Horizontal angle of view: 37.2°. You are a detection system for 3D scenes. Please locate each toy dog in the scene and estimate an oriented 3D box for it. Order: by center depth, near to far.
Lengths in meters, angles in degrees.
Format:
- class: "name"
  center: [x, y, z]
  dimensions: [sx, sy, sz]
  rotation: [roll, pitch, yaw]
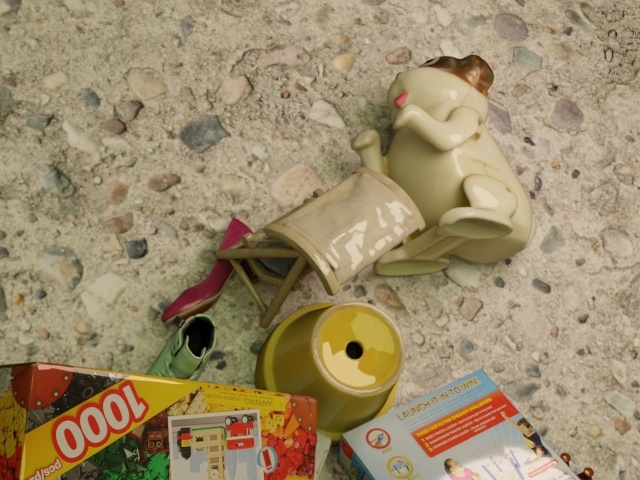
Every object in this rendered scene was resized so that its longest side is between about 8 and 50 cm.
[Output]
- class: "toy dog"
  center: [0.261, -0.171, 1.849]
  dimensions: [0.396, 0.284, 0.407]
  rotation: [-1, 69, -26]

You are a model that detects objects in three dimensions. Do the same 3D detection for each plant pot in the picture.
- class: "plant pot"
  center: [0.030, 0.215, 1.647]
  dimensions: [0.254, 0.239, 0.253]
  rotation: [5, 68, -13]

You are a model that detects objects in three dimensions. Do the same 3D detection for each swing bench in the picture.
- class: "swing bench"
  center: [0.000, 0.000, 1.675]
  dimensions: [0.253, 0.255, 0.165]
  rotation: [-34, 92, -39]

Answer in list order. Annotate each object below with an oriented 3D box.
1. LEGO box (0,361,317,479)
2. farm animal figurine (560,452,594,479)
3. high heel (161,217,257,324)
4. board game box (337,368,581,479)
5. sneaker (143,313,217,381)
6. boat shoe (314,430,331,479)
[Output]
- class: "LEGO box"
  center: [-0.255, 0.391, 1.383]
  dimensions: [0.500, 0.193, 0.372]
  rotation: [15, 71, -41]
- class: "farm animal figurine"
  center: [0.352, 0.538, 1.649]
  dimensions: [0.327, 0.172, 0.330]
  rotation: [11, 45, 4]
- class: "high heel"
  center: [-0.208, 0.054, 1.724]
  dimensions: [0.244, 0.082, 0.117]
  rotation: [-34, 82, -25]
- class: "board game box"
  center: [0.236, 0.398, 1.587]
  dimensions: [0.308, 0.086, 0.302]
  rotation: [-20, 49, -25]
- class: "sneaker"
  center: [-0.255, 0.236, 1.602]
  dimensions: [0.094, 0.151, 0.255]
  rotation: [26, 65, -7]
- class: "boat shoe"
  center: [-0.044, 0.423, 1.591]
  dimensions: [0.076, 0.083, 0.226]
  rotation: [22, 96, -33]
